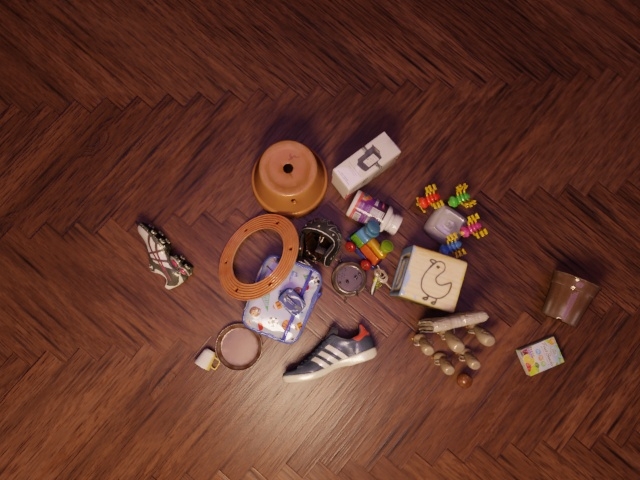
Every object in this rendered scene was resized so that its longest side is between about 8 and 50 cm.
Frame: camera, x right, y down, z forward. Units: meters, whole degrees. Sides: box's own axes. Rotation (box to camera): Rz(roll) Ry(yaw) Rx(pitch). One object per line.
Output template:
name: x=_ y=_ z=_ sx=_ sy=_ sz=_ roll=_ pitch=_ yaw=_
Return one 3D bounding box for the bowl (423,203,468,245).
bowl: x=0.480 y=-0.057 z=1.713 sx=0.142 sy=0.053 sz=0.142 roll=36 pitch=84 yaw=1

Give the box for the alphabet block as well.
alphabet block: x=0.379 y=0.139 z=1.617 sx=0.197 sy=0.193 sz=0.192 roll=17 pitch=85 yaw=0

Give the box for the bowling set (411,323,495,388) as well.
bowling set: x=0.476 y=0.416 z=1.632 sx=0.287 sy=0.154 sz=0.199 roll=-5 pitch=102 yaw=-4

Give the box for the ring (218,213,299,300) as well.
ring: x=-0.217 y=0.057 z=1.603 sx=0.337 sy=0.032 sz=0.336 roll=-15 pitch=56 yaw=24

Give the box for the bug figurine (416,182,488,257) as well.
bug figurine: x=0.479 y=-0.078 z=1.652 sx=0.216 sy=0.072 sz=0.279 roll=-19 pitch=81 yaw=-10

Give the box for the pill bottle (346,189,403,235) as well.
pill bottle: x=0.202 y=-0.097 z=1.680 sx=0.193 sy=0.108 sz=0.108 roll=28 pitch=83 yaw=1

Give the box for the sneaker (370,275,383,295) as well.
sneaker: x=0.211 y=0.167 z=1.688 sx=0.035 sy=0.031 sz=0.083 roll=19 pitch=83 yaw=0

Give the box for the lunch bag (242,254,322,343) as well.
lunch bag: x=-0.129 y=0.205 z=1.634 sx=0.243 sy=0.115 sz=0.303 roll=23 pitch=84 yaw=-1

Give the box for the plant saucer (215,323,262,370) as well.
plant saucer: x=-0.295 y=0.387 z=1.648 sx=0.168 sy=0.029 sz=0.168 roll=0 pitch=84 yaw=-1

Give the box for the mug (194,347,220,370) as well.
mug: x=-0.407 y=0.427 z=1.632 sx=0.062 sy=0.078 sz=0.064 roll=19 pitch=72 yaw=33

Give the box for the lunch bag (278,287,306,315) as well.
lunch bag: x=-0.099 y=0.206 z=1.549 sx=0.098 sy=0.065 sz=0.067 roll=44 pitch=81 yaw=-4

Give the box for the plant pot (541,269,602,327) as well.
plant pot: x=0.900 y=0.217 z=1.648 sx=0.167 sy=0.167 sz=0.165 roll=24 pitch=90 yaw=1

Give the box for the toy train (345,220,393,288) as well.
toy train: x=0.215 y=0.050 z=1.632 sx=0.248 sy=0.143 sz=0.105 roll=50 pitch=52 yaw=4

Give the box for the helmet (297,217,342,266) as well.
helmet: x=0.000 y=0.000 z=1.630 sx=0.169 sy=0.169 sz=0.161 roll=18 pitch=93 yaw=0

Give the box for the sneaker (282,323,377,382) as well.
sneaker: x=0.019 y=0.398 z=1.617 sx=0.350 sy=0.131 sz=0.148 roll=-17 pitch=77 yaw=-9

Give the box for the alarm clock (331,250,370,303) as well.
alarm clock: x=0.097 y=0.124 z=1.677 sx=0.129 sy=0.064 sz=0.192 roll=-26 pitch=82 yaw=-4

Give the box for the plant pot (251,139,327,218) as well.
plant pot: x=-0.115 y=-0.235 z=1.638 sx=0.291 sy=0.203 sz=0.290 roll=0 pitch=84 yaw=-1

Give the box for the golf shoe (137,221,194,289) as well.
golf shoe: x=-0.588 y=0.051 z=1.642 sx=0.120 sy=0.105 sz=0.273 roll=-42 pitch=86 yaw=1

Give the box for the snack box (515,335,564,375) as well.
snack box: x=0.812 y=0.426 z=1.676 sx=0.141 sy=0.037 sz=0.100 roll=-21 pitch=86 yaw=-4

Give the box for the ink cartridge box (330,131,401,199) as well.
ink cartridge box: x=0.162 y=-0.271 z=1.666 sx=0.237 sy=0.172 sz=0.100 roll=-37 pitch=86 yaw=-6

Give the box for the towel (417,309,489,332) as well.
towel: x=0.442 y=0.276 z=1.558 sx=0.187 sy=0.282 sz=0.049 roll=-13 pitch=79 yaw=-3
